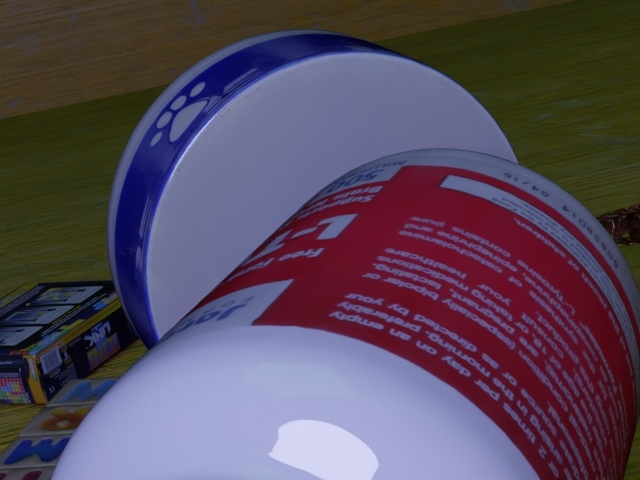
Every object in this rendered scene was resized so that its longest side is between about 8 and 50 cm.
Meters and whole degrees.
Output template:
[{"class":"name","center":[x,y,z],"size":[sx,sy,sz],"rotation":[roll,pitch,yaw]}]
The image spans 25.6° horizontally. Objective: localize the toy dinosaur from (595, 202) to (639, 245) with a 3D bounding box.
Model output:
[{"class":"toy dinosaur","center":[0.382,-0.023,1.116],"size":[0.322,0.164,0.218],"rotation":[-30,3,-2]}]

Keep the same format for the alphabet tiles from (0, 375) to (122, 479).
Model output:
[{"class":"alphabet tiles","center":[-0.084,0.133,1.000],"size":[0.285,0.011,0.342],"rotation":[-5,15,11]}]

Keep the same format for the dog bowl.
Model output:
[{"class":"dog bowl","center":[0.000,0.000,0.917],"size":[0.264,0.265,0.104],"rotation":[-15,19,-16]}]

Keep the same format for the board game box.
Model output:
[{"class":"board game box","center":[-0.249,0.087,1.228],"size":[0.141,0.048,0.170],"rotation":[-4,18,29]}]

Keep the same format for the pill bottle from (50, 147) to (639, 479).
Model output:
[{"class":"pill bottle","center":[0.017,0.115,0.642],"size":[0.229,0.229,0.408],"rotation":[-4,17,20]}]
